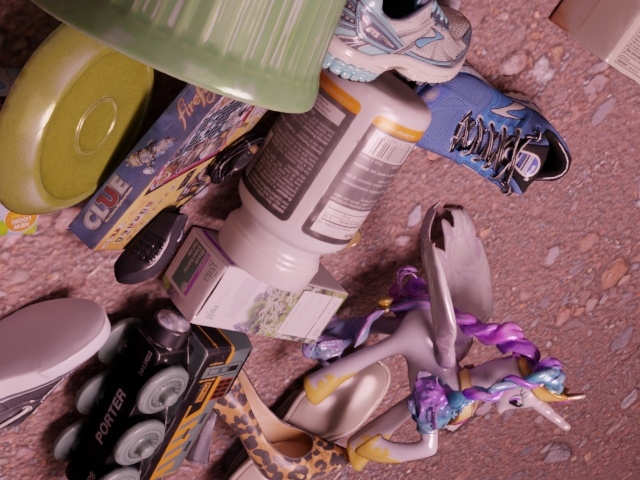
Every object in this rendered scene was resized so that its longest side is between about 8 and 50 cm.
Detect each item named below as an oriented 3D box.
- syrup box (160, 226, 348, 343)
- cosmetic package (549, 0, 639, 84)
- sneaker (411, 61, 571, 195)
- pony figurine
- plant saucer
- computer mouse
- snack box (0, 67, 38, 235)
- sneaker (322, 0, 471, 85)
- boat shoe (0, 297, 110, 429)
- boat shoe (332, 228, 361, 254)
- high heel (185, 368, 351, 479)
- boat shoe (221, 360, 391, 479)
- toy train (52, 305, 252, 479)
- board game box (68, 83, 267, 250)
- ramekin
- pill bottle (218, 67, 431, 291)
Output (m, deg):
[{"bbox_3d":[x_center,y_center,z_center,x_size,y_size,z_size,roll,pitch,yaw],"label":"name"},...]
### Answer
[{"bbox_3d":[-0.086,0.063,1.526,0.237,0.096,0.093,16,114,-46],"label":"syrup box"},{"bbox_3d":[0.469,-0.368,1.547,0.153,0.129,0.296,19,114,-46],"label":"cosmetic package"},{"bbox_3d":[0.232,-0.145,1.542,0.330,0.147,0.129,5,121,-44],"label":"sneaker"},{"bbox_3d":[0.154,0.140,1.623,0.363,0.351,0.303,-20,176,21],"label":"pony figurine"},{"bbox_3d":[-0.242,-0.125,1.181,0.241,0.037,0.241,-54,163,-24],"label":"plant saucer"},{"bbox_3d":[-0.148,-0.034,1.349,0.242,0.041,0.071,-46,170,-6],"label":"computer mouse"},{"bbox_3d":[-0.381,-0.086,1.165,0.207,0.070,0.174,-4,127,-37],"label":"snack box"},{"bbox_3d":[0.106,-0.254,1.329,0.283,0.110,0.122,-17,147,-50],"label":"sneaker"},{"bbox_3d":[-0.382,0.177,1.386,0.301,0.108,0.102,-31,140,-8],"label":"boat shoe"},{"bbox_3d":[0.000,-0.002,1.573,0.153,0.048,0.056,6,122,-42],"label":"boat shoe"},{"bbox_3d":[-0.058,0.256,1.675,0.261,0.093,0.186,8,115,-14],"label":"high heel"},{"bbox_3d":[-0.034,0.294,1.809,0.335,0.095,0.112,-44,106,-2],"label":"boat shoe"},{"bbox_3d":[-0.226,0.226,1.544,0.190,0.142,0.334,-4,130,-49],"label":"toy train"},{"bbox_3d":[-0.163,-0.091,1.302,0.243,0.042,0.165,-48,171,8],"label":"board game box"},{"bbox_3d":[-0.114,-0.250,1.057,0.303,0.303,0.148,10,112,-44],"label":"ramekin"},{"bbox_3d":[-0.001,-0.084,1.406,0.162,0.162,0.278,14,118,-45],"label":"pill bottle"}]
